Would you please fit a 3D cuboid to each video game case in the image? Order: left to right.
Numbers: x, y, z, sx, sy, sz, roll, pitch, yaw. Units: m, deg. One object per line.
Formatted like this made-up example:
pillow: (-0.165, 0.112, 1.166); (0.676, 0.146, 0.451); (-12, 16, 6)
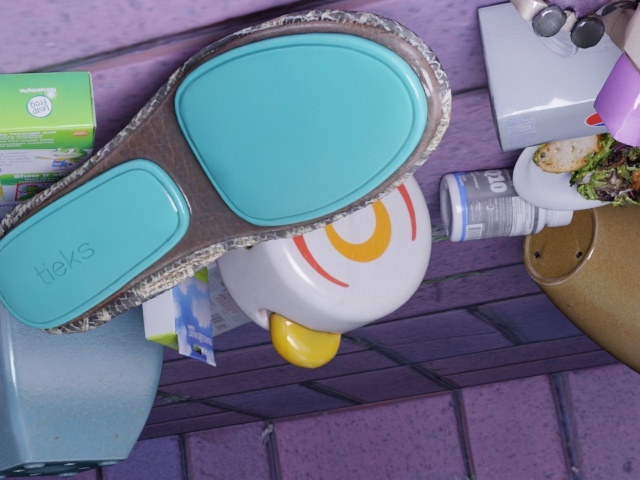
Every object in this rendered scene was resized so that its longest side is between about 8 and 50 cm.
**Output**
video game case: (-0.075, 0.044, 1.546); (0.206, 0.026, 0.227); (-22, 157, 3)

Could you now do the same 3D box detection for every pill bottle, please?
pill bottle: (0.207, -0.043, 1.393); (0.137, 0.078, 0.078); (-6, 165, -6)

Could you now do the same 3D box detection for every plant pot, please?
plant pot: (-0.348, 0.170, 1.586); (0.247, 0.252, 0.248); (5, 161, -40)
plant pot: (0.381, 0.034, 1.545); (0.254, 0.237, 0.237); (23, 150, -34)

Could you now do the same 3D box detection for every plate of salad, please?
plate of salad: (0.297, -0.080, 1.283); (0.200, 0.048, 0.200); (-10, 148, -6)

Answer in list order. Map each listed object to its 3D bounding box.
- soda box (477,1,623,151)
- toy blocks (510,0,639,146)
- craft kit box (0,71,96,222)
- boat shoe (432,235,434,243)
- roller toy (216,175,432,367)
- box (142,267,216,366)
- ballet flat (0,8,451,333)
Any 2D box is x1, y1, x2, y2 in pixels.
soda box: (0.273, -0.152, 0.983); (0.286, 0.098, 0.091); (-9, 166, 10)
toy blocks: (0.320, -0.158, 0.732); (0.288, 0.309, 0.260); (10, 124, -22)
craft kit box: (-0.325, -0.072, 1.091); (0.250, 0.061, 0.246); (-4, 167, -13)
boat shoe: (0.106, -0.016, 1.516); (0.049, 0.040, 0.142); (-19, 164, 8)
roller toy: (0.000, 0.000, 1.227); (0.191, 0.209, 0.146); (-32, -179, -33)
box: (-0.157, 0.046, 1.355); (0.042, 0.178, 0.109); (-11, 164, 15)
ballet flat: (-0.078, -0.066, 1.021); (0.483, 0.164, 0.182); (-27, -173, 34)
